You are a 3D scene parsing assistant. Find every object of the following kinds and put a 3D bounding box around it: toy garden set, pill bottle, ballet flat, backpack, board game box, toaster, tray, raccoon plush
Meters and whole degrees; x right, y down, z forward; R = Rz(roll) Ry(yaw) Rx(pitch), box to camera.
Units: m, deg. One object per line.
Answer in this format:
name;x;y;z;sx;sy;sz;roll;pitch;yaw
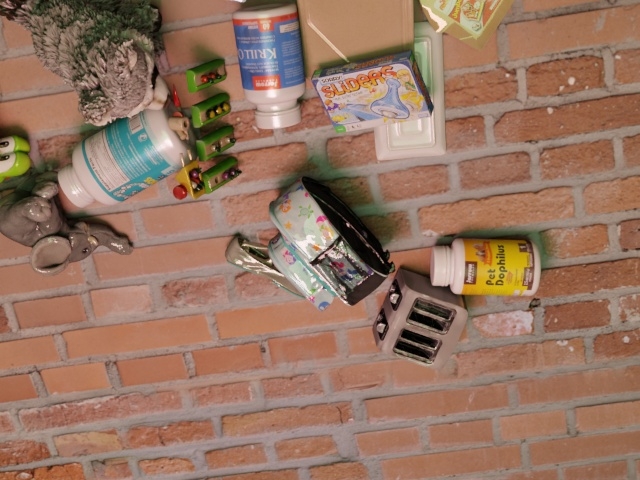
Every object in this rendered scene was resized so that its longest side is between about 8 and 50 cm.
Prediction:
toy garden set;-0.218;-0.205;1.566;0.049;0.204;0.244;6;115;25
pill bottle;-0.092;-0.331;1.556;0.124;0.124;0.221;-6;111;4
pill bottle;0.340;0.055;1.702;0.215;0.117;0.117;1;112;1
ballet flat;-0.099;0.055;1.741;0.213;0.072;0.068;26;106;-8
pill bottle;-0.385;-0.164;1.619;0.264;0.146;0.146;-27;109;12
backpack;0.000;0.000;1.635;0.191;0.225;0.253;-36;103;9
board game box;0.099;-0.281;1.560;0.201;0.035;0.136;-7;134;28
toaster;0.220;0.172;1.757;0.185;0.110;0.168;20;112;-7
tray;0.174;-0.290;1.616;0.145;0.030;0.270;-5;112;2
raccoon plush;-0.476;-0.339;1.469;0.446;0.299;0.216;11;112;-3

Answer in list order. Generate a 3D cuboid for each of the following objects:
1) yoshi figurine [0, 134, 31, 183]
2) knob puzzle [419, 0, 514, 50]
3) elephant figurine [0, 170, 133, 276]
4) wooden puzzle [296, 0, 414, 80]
yoshi figurine;-0.765;-0.155;1.612;0.362;0.203;0.204;-15;104;4
knob puzzle;0.267;-0.479;1.537;0.213;0.030;0.213;1;113;1
elephant figurine;-0.545;-0.010;1.692;0.186;0.169;0.239;-2;132;33
wooden puzzle;0.067;-0.411;1.527;0.221;0.044;0.239;6;126;15
